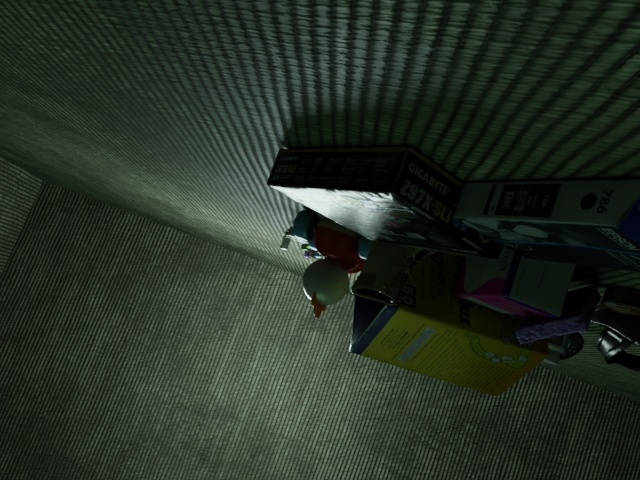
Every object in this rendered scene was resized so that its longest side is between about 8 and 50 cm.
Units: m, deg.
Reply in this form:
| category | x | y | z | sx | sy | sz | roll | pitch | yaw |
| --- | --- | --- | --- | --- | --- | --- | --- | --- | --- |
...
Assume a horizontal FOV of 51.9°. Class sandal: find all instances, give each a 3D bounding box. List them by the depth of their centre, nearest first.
| category | x | y | z | sx | sy | sz | roll | pitch | yaw |
| --- | --- | --- | --- | --- | --- | --- | --- | --- | --- |
| sandal | 0.627 | 0.213 | 1.304 | 0.167 | 0.107 | 0.446 | 17 | -178 | 4 |

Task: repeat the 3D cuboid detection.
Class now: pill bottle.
| category | x | y | z | sx | sy | sz | roll | pitch | yaw |
| --- | --- | --- | --- | --- | --- | --- | --- | --- | --- |
| pill bottle | 0.569 | 0.230 | 1.613 | 0.078 | 0.137 | 0.078 | 21 | 172 | 3 |

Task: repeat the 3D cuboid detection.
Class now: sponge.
| category | x | y | z | sx | sy | sz | roll | pitch | yaw |
| --- | --- | --- | --- | --- | --- | --- | --- | --- | --- |
| sponge | 0.435 | 0.133 | 1.194 | 0.117 | 0.031 | 0.210 | -21 | 180 | 31 |

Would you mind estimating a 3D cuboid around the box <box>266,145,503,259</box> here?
| category | x | y | z | sx | sy | sz | roll | pitch | yaw |
| --- | --- | --- | --- | --- | --- | --- | --- | --- | --- |
| box | 0.104 | -0.064 | 1.065 | 0.257 | 0.079 | 0.322 | 29 | 169 | -35 |

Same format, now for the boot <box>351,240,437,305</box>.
| category | x | y | z | sx | sy | sz | roll | pitch | yaw |
| --- | --- | --- | --- | --- | --- | --- | --- | --- | --- |
| boot | 0.165 | 0.039 | 1.206 | 0.213 | 0.165 | 0.077 | -1 | 145 | 41 |

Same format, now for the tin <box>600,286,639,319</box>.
| category | x | y | z | sx | sy | sz | roll | pitch | yaw |
| --- | --- | --- | --- | --- | --- | --- | --- | --- | --- |
| tin | 0.615 | 0.130 | 1.204 | 0.189 | 0.040 | 0.106 | 18 | 168 | 14 |

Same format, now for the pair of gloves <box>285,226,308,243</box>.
| category | x | y | z | sx | sy | sz | roll | pitch | yaw |
| --- | --- | --- | --- | --- | --- | --- | --- | --- | --- |
| pair of gloves | 0.000 | 0.000 | 1.858 | 0.204 | 0.042 | 0.240 | 18 | 176 | -3 |

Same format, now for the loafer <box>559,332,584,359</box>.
| category | x | y | z | sx | sy | sz | roll | pitch | yaw |
| --- | --- | --- | --- | --- | --- | --- | --- | --- | --- |
| loafer | 0.554 | 0.236 | 1.863 | 0.365 | 0.130 | 0.134 | 10 | 134 | 15 |

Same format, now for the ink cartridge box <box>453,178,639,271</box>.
| category | x | y | z | sx | sy | sz | roll | pitch | yaw |
| --- | --- | --- | --- | --- | --- | --- | --- | --- | --- |
| ink cartridge box | 0.340 | -0.018 | 0.828 | 0.165 | 0.065 | 0.332 | 26 | 170 | -28 |

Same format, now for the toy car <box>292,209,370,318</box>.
| category | x | y | z | sx | sy | sz | roll | pitch | yaw |
| --- | --- | --- | --- | --- | --- | --- | --- | --- | --- |
| toy car | 0.031 | 0.078 | 1.605 | 0.219 | 0.238 | 0.210 | 18 | 171 | 23 |

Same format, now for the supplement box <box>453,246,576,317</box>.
| category | x | y | z | sx | sy | sz | roll | pitch | yaw |
| --- | --- | --- | --- | --- | --- | --- | --- | --- | --- |
| supplement box | 0.346 | 0.068 | 1.196 | 0.113 | 0.111 | 0.220 | 21 | 172 | -10 |

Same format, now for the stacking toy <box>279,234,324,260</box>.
| category | x | y | z | sx | sy | sz | roll | pitch | yaw |
| --- | --- | --- | --- | --- | --- | --- | --- | --- | --- |
| stacking toy | -0.014 | 0.032 | 2.106 | 0.167 | 0.052 | 0.221 | 23 | 170 | -25 |

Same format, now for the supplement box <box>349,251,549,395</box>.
| category | x | y | z | sx | sy | sz | roll | pitch | yaw |
| --- | --- | --- | --- | --- | --- | --- | --- | --- | --- |
| supplement box | 0.265 | 0.159 | 1.388 | 0.356 | 0.194 | 0.195 | 18 | 138 | -11 |

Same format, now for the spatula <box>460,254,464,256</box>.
| category | x | y | z | sx | sy | sz | roll | pitch | yaw |
| --- | --- | --- | --- | --- | --- | --- | --- | --- | --- |
| spatula | 0.236 | 0.001 | 1.364 | 0.242 | 0.019 | 0.168 | 23 | 171 | -14 |
